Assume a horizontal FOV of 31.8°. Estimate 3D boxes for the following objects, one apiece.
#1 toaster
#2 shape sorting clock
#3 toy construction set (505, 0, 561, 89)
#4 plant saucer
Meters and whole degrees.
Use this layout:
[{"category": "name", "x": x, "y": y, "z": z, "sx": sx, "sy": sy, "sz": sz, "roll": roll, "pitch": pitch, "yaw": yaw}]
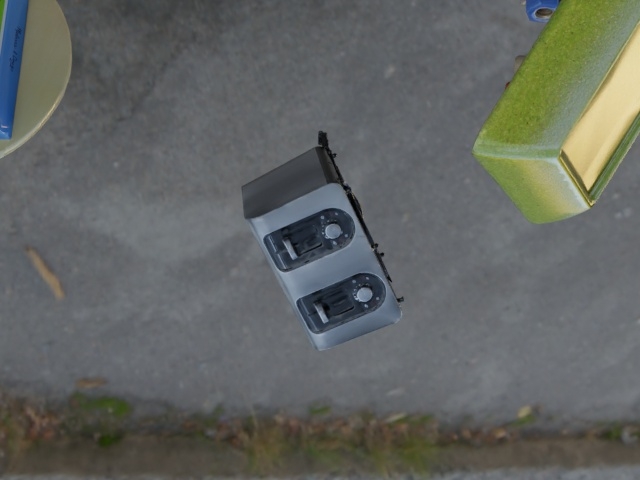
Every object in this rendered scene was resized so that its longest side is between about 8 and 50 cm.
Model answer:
[{"category": "toaster", "x": 0.000, "y": 0.000, "z": 1.178, "sx": 0.110, "sy": 0.186, "sz": 0.168, "roll": -25, "pitch": 110, "yaw": 3}, {"category": "shape sorting clock", "x": -0.273, "y": -0.124, "z": 0.759, "sx": 0.206, "sy": 0.206, "sz": 0.040, "roll": -12, "pitch": 151, "yaw": -11}, {"category": "toy construction set", "x": 0.342, "y": -0.233, "z": 1.208, "sx": 0.237, "sy": 0.309, "sz": 0.257, "roll": 0, "pitch": 132, "yaw": 22}, {"category": "plant saucer", "x": 0.199, "y": -0.105, "z": 0.808, "sx": 0.188, "sy": 0.045, "sz": 0.188, "roll": -58, "pitch": 152, "yaw": 0}]
